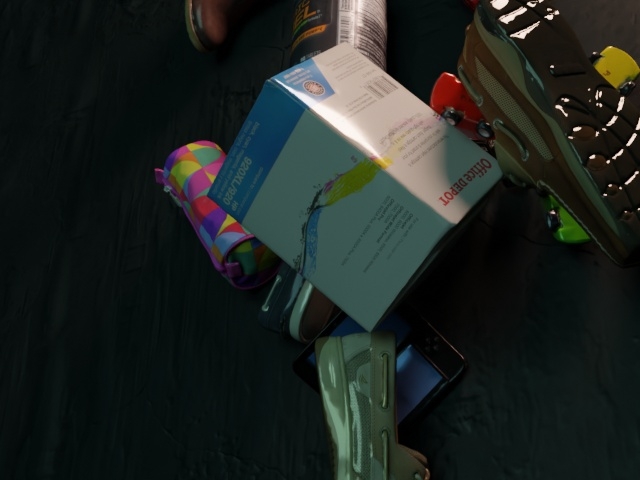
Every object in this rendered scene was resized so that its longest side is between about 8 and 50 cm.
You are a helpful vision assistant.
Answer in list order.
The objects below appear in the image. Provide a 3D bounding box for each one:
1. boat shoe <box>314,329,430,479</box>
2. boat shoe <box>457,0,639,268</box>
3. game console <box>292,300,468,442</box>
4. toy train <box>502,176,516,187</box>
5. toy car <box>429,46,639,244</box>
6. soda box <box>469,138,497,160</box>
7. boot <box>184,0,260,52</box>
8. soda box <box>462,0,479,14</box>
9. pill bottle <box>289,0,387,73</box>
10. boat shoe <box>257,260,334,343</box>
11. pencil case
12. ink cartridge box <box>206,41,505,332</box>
[{"bbox_3d":[0.063,0.238,0.990,0.098,0.109,0.303,-10,69,1],"label":"boat shoe"},{"bbox_3d":[0.240,-0.108,0.993,0.120,0.122,0.324,-57,48,48],"label":"boat shoe"},{"bbox_3d":[0.064,0.138,1.070,0.144,0.085,0.124,-47,47,2],"label":"game console"},{"bbox_3d":[0.180,-0.068,1.150,0.158,0.036,0.027,-9,67,27],"label":"toy train"},{"bbox_3d":[0.252,-0.094,1.078,0.238,0.053,0.225,-10,70,-3],"label":"toy car"},{"bbox_3d":[0.210,-0.174,1.177,0.053,0.060,0.169,9,68,35],"label":"soda box"},{"bbox_3d":[-0.094,-0.409,1.509,0.206,0.090,0.249,-6,57,35],"label":"boot"},{"bbox_3d":[0.194,-0.386,1.302,0.092,0.083,0.263,-37,48,11],"label":"soda box"},{"bbox_3d":[0.026,-0.287,1.326,0.130,0.130,0.246,-15,55,27],"label":"pill bottle"},{"bbox_3d":[0.000,0.000,1.198,0.079,0.095,0.255,17,83,28],"label":"boat shoe"},{"bbox_3d":[-0.134,-0.037,1.308,0.104,0.104,0.236,-44,47,4],"label":"pencil case"},{"bbox_3d":[0.040,-0.059,1.031,0.232,0.171,0.168,40,126,9],"label":"ink cartridge box"}]
